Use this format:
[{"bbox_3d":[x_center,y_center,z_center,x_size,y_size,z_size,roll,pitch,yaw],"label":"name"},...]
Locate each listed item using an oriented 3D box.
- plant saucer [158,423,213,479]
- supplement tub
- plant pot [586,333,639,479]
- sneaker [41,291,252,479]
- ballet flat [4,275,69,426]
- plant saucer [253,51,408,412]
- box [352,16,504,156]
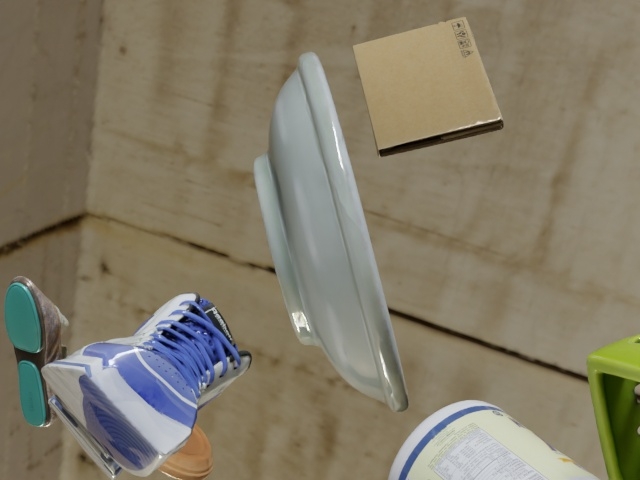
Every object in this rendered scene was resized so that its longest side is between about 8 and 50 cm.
[{"bbox_3d":[-0.285,0.380,1.951,0.037,0.200,0.200,-53,-10,14],"label":"plant saucer"},{"bbox_3d":[0.271,0.391,1.400,0.235,0.325,0.235,-14,-62,-29],"label":"supplement tub"},{"bbox_3d":[0.463,0.207,1.129,0.207,0.227,0.228,-25,-71,-24],"label":"plant pot"},{"bbox_3d":[-0.151,0.116,0.946,0.182,0.127,0.315,-42,1,-22],"label":"sneaker"},{"bbox_3d":[-0.525,0.198,1.916,0.106,0.107,0.316,-32,-48,-53],"label":"ballet flat"},{"bbox_3d":[0.000,0.000,1.109,0.400,0.100,0.401,-14,-90,-89],"label":"plant saucer"},{"bbox_3d":[0.138,-0.207,1.346,0.021,0.164,0.201,71,-173,-53],"label":"box"}]
